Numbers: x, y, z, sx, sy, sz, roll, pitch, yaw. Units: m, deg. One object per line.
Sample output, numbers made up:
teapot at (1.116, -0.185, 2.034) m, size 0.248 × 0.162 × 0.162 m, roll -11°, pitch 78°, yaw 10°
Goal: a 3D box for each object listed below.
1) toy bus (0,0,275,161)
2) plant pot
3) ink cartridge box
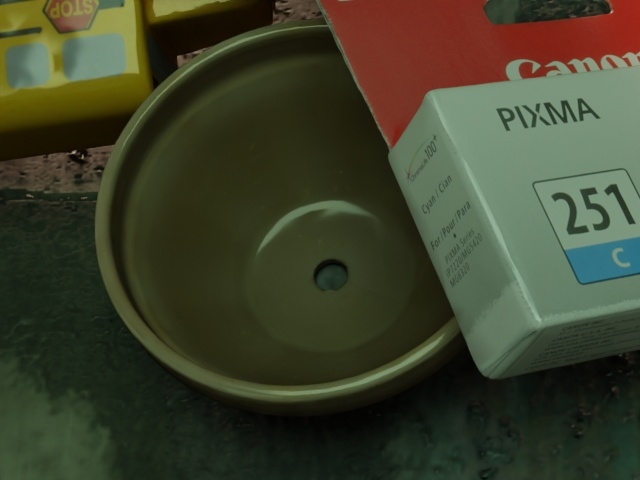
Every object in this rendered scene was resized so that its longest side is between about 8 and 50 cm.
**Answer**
toy bus at (-0.195, -0.120, 1.064) m, size 0.333 × 0.108 × 0.130 m, roll -8°, pitch 80°, yaw 6°
plant pot at (0.000, 0.000, 0.993) m, size 0.237 × 0.109 × 0.237 m, roll -5°, pitch 63°, yaw 9°
ink cartridge box at (0.171, -0.073, 0.943) m, size 0.296 × 0.066 × 0.261 m, roll -9°, pitch 62°, yaw -28°
